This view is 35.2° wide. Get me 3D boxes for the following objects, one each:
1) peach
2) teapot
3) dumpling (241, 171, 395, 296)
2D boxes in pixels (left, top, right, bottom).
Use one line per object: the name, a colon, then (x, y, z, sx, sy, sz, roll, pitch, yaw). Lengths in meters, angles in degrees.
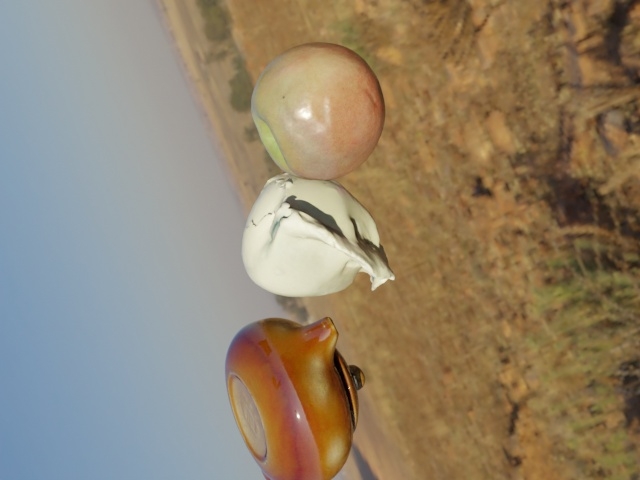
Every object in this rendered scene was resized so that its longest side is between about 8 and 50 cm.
peach: (0.000, -0.077, 0.593, 0.083, 0.083, 0.083, 157, 90, -86)
teapot: (-0.017, 0.175, 1.042, 0.252, 0.135, 0.178, 93, 155, -45)
dumpling: (0.000, 0.000, 0.852, 0.188, 0.127, 0.108, 167, 119, -72)
